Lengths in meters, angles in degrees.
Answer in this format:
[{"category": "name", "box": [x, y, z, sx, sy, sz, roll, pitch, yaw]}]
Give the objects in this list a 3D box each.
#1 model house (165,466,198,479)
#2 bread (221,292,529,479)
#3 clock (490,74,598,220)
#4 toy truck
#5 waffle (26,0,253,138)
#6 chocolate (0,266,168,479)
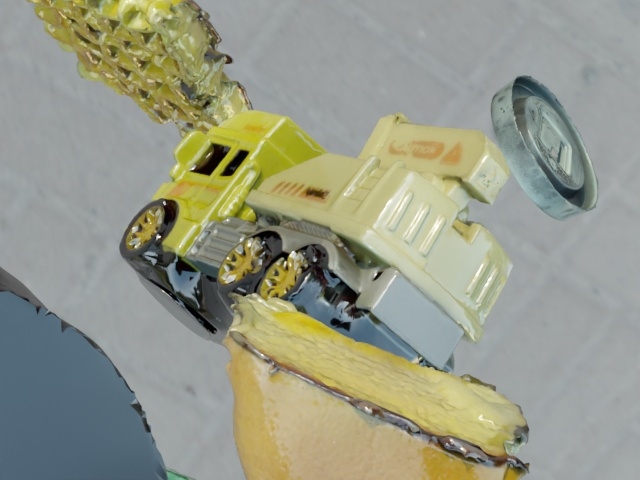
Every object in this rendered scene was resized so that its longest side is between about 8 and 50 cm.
[{"category": "model house", "box": [-0.145, 0.370, 1.714, 0.267, 0.194, 0.325, 25, 81, -8]}, {"category": "bread", "box": [0.035, 0.099, 1.138, 0.160, 0.140, 0.169, -15, 103, 8]}, {"category": "clock", "box": [0.123, -0.050, 1.073, 0.017, 0.085, 0.085, -29, 123, 27]}, {"category": "toy truck", "box": [0.000, 0.000, 1.731, 0.180, 0.405, 0.254, 43, 76, -28]}, {"category": "waffle", "box": [-0.170, -0.188, 1.906, 0.283, 0.309, 0.065, 37, 77, -17]}, {"category": "chocolate", "box": [-0.204, 0.100, 0.604, 0.283, 0.186, 0.284, -6, 101, -35]}]
